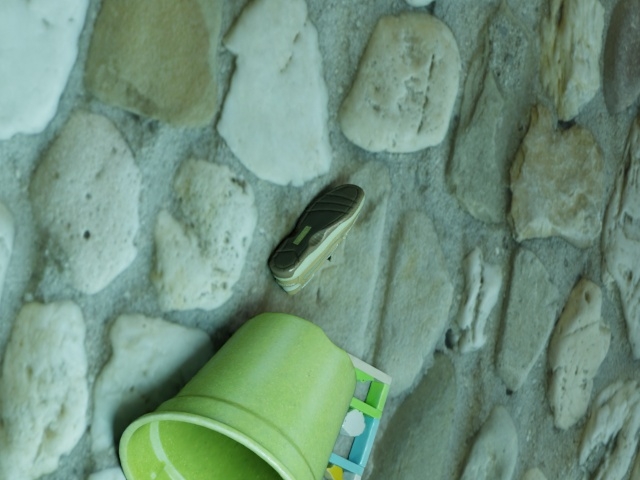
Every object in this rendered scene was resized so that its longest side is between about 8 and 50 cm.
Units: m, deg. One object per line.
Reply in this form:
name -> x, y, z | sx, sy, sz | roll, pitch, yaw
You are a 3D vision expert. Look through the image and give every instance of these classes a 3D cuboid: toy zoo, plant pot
toy zoo -> -0.002, 0.306, 2.216 | 0.192, 0.030, 0.293 | 32, 71, -43
plant pot -> -0.082, 0.240, 1.986 | 0.254, 0.276, 0.276 | -57, 132, -41

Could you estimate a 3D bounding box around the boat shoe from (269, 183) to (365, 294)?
boat shoe -> 0.000, 0.000, 2.172 | 0.190, 0.068, 0.072 | -45, 137, -22
